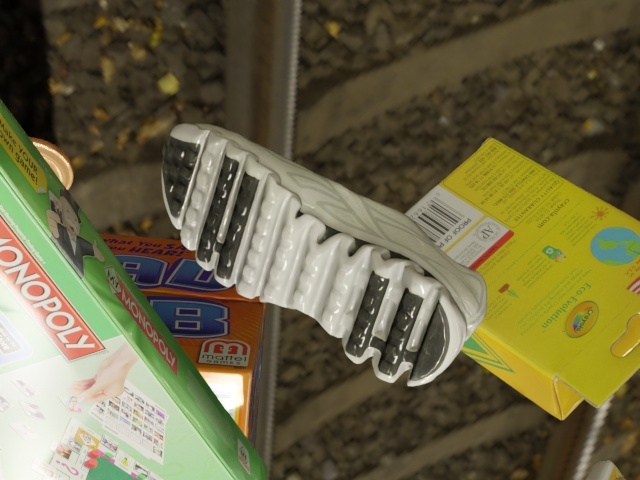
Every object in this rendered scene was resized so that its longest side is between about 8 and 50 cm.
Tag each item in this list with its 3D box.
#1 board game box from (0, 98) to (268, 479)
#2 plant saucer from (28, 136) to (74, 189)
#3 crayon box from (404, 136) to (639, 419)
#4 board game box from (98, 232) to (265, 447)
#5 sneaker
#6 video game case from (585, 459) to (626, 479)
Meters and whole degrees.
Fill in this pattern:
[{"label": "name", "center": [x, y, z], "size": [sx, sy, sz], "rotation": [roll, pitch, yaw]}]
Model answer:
[{"label": "board game box", "center": [-0.182, 0.081, 0.726], "size": [0.213, 0.046, 0.317], "rotation": [-19, 134, 10]}, {"label": "plant saucer", "center": [-0.281, -0.067, 1.361], "size": [0.083, 0.013, 0.083], "rotation": [1, 139, 1]}, {"label": "crayon box", "center": [0.227, 0.044, 1.433], "size": [0.202, 0.318, 0.081], "rotation": [-40, 140, -17]}, {"label": "board game box", "center": [-0.256, 0.220, 1.691], "size": [0.356, 0.356, 0.357], "rotation": [5, 112, -1]}, {"label": "sneaker", "center": [0.000, 0.000, 1.093], "size": [0.118, 0.292, 0.110], "rotation": [-30, 150, -53]}, {"label": "video game case", "center": [0.270, 0.347, 1.256], "size": [0.026, 0.206, 0.227], "rotation": [-23, -160, 44]}]
